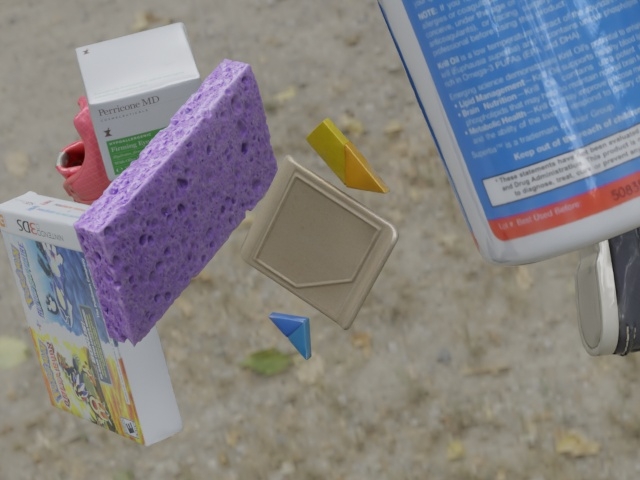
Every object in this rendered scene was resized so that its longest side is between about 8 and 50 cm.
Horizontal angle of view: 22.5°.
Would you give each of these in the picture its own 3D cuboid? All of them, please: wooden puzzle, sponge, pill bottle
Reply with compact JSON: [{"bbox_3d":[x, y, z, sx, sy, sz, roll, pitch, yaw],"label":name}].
[{"bbox_3d":[0.000,0.000,0.810,0.078,0.116,0.014,42,34,10],"label":"wooden puzzle"},{"bbox_3d":[-0.106,-0.031,1.232,0.031,0.117,0.210,16,49,28],"label":"sponge"},{"bbox_3d":[0.095,-0.110,0.774,0.124,0.221,0.124,-22,6,2],"label":"pill bottle"}]

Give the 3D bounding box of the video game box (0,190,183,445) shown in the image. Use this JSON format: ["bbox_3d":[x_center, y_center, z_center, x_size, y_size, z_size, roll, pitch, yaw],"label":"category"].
[{"bbox_3d":[-0.207,0.065,1.426,0.048,0.205,0.187,-22,18,-29],"label":"video game box"}]

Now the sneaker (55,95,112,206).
[{"bbox_3d":[-0.205,-0.060,1.660,0.136,0.314,0.115,10,56,-6],"label":"sneaker"}]

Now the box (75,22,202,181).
[{"bbox_3d":[-0.152,-0.122,1.409,0.101,0.087,0.102,-15,38,-6],"label":"box"}]

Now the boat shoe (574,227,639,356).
[{"bbox_3d":[0.215,-0.022,1.124,0.065,0.206,0.075,0,-3,-10],"label":"boat shoe"}]
